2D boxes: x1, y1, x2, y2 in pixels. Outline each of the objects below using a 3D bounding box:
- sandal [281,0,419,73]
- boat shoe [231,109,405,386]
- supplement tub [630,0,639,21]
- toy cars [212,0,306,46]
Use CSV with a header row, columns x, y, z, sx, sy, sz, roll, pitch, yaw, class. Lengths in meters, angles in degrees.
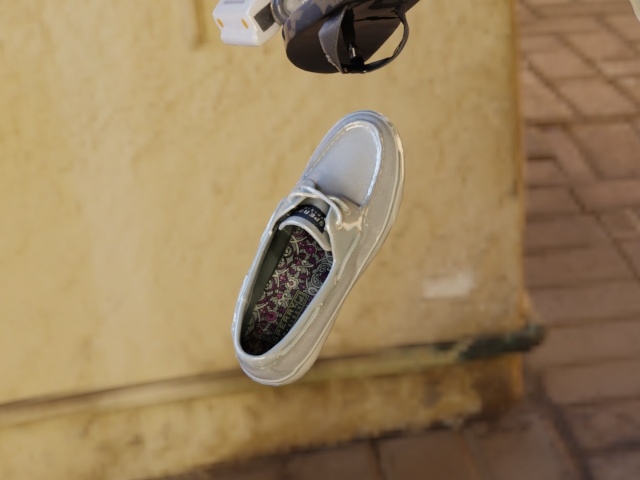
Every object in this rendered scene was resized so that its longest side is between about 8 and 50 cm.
x,y,z,sx,sy,sz,roll,pitch,yaw,class
0.032,-0.168,1.401,0.097,0.054,0.254,-13,-9,-14,sandal
-0.001,0.000,1.361,0.079,0.227,0.081,21,-10,15,boat shoe
0.424,-0.326,1.921,0.235,0.325,0.235,-8,67,20,supplement tub
0.064,-0.294,1.511,0.394,0.087,0.176,-27,23,22,toy cars
